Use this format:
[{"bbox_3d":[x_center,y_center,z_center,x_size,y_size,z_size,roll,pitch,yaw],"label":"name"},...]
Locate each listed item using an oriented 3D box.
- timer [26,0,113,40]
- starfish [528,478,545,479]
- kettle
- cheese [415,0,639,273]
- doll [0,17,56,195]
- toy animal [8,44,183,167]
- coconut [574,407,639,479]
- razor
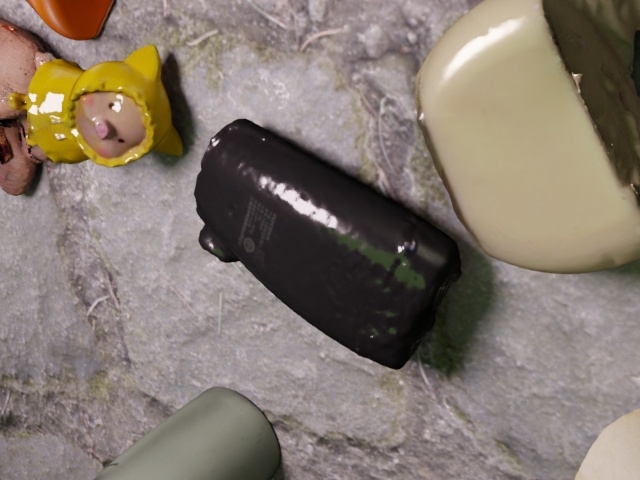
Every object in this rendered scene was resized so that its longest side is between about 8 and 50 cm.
[{"bbox_3d":[-0.360,-0.409,1.117,0.257,0.161,0.250,48,146,9],"label":"timer"},{"bbox_3d":[0.318,0.350,0.982,0.227,0.043,0.240,27,122,24],"label":"starfish"},{"bbox_3d":[-0.213,0.346,1.250,0.240,0.255,0.165,-27,95,42],"label":"kettle"},{"bbox_3d":[0.213,-0.100,0.800,0.233,0.127,0.266,-19,100,39],"label":"cheese"},{"bbox_3d":[-0.481,-0.176,1.288,0.201,0.156,0.303,30,132,10],"label":"doll"},{"bbox_3d":[-0.296,-0.167,1.157,0.229,0.156,0.156,1,112,21],"label":"toy animal"},{"bbox_3d":[0.334,0.252,0.821,0.202,0.222,0.202,-1,113,-3],"label":"coconut"},{"bbox_3d":[-0.004,0.001,1.025,0.327,0.107,0.189,33,126,22],"label":"razor"}]
